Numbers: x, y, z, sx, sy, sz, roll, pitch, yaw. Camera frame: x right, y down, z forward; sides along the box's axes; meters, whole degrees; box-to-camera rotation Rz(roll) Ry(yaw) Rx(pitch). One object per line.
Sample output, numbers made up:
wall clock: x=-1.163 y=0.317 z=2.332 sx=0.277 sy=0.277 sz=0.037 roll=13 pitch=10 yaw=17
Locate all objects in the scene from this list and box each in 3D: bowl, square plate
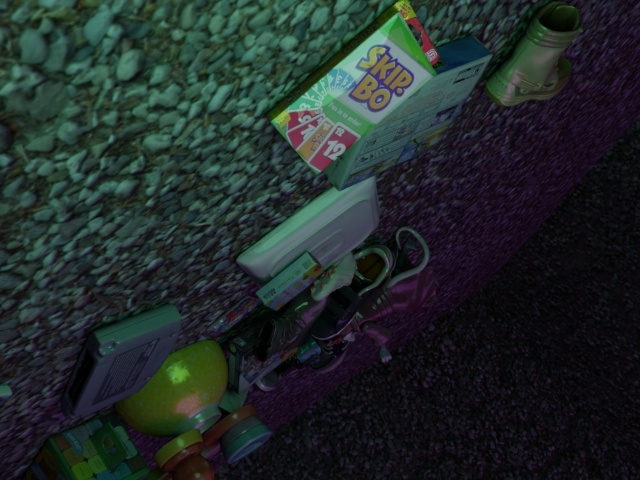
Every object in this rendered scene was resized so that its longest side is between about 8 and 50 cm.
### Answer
bowl: x=-0.328 y=0.389 z=1.621 sx=0.289 sy=0.156 sz=0.289 roll=-34 pitch=162 yaw=-13
square plate: x=0.000 y=0.000 z=1.476 sx=0.347 sy=0.049 sz=0.344 roll=-36 pitch=161 yaw=-5

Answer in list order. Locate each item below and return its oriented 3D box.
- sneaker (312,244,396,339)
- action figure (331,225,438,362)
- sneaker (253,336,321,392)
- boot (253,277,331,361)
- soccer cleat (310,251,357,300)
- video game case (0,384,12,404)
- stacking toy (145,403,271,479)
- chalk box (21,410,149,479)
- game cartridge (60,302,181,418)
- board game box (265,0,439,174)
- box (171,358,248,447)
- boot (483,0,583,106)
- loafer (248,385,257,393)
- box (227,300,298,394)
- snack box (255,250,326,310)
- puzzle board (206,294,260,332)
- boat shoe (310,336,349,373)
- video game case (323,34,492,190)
sneaker: x=0.071 y=0.133 z=1.812 sx=0.321 sy=0.126 sz=0.127 roll=-50 pitch=166 yaw=2
action figure: x=0.177 y=0.180 z=1.926 sx=0.370 sy=0.248 sz=0.276 roll=-37 pitch=161 yaw=-13
sneaker: x=-0.091 y=0.349 z=2.000 sx=0.178 sy=0.124 sz=0.295 roll=-39 pitch=173 yaw=16
boot: x=-0.071 y=0.187 z=1.647 sx=0.161 sy=0.083 sz=0.247 roll=-15 pitch=132 yaw=-51
soccer cleat: x=0.040 y=0.091 z=1.615 sx=0.068 sy=0.076 sz=0.196 roll=-22 pitch=-160 yaw=37
video game case: x=-0.622 y=0.295 z=1.055 sx=0.183 sy=0.023 sz=0.201 roll=-41 pitch=161 yaw=10
stacking toy: x=-0.273 y=0.550 z=1.645 sx=0.309 sy=0.130 sz=0.279 roll=-15 pitch=151 yaw=-46
chalk box: x=-0.532 y=0.531 z=1.541 sx=0.179 sy=0.180 sz=0.289 roll=-15 pitch=149 yaw=-51
game cartridge: x=-0.383 y=0.235 z=1.313 sx=0.196 sy=0.060 sz=0.294 roll=-15 pitch=151 yaw=-43
board game box: x=0.056 y=-0.222 z=0.985 sx=0.259 sy=0.039 sz=0.124 roll=-41 pitch=129 yaw=3
box: x=-0.309 y=0.484 z=1.874 sx=0.290 sy=0.087 sz=0.169 roll=-50 pitch=-168 yaw=32
boot: x=0.469 y=-0.386 z=1.367 sx=0.262 sy=0.095 sz=0.203 roll=-20 pitch=154 yaw=-34
loafer: x=-0.207 y=0.425 z=2.041 sx=0.096 sy=0.084 sz=0.267 roll=-42 pitch=162 yaw=19
box: x=-0.141 y=0.274 z=1.745 sx=0.233 sy=0.044 sz=0.159 roll=-30 pitch=138 yaw=-43
snack box: x=-0.061 y=0.089 z=1.434 sx=0.141 sy=0.037 sz=0.100 roll=-38 pitch=161 yaw=1
puzzle board: x=-0.200 y=0.175 z=1.578 sx=0.128 sy=0.011 sz=0.096 roll=-39 pitch=162 yaw=6
boat shoe: x=0.030 y=0.316 z=2.205 sx=0.158 sy=0.127 sz=0.341 roll=-1 pitch=132 yaw=-52
video game case: x=0.150 y=-0.225 z=1.198 sx=0.269 sy=0.061 sz=0.244 roll=-26 pitch=157 yaw=-31
